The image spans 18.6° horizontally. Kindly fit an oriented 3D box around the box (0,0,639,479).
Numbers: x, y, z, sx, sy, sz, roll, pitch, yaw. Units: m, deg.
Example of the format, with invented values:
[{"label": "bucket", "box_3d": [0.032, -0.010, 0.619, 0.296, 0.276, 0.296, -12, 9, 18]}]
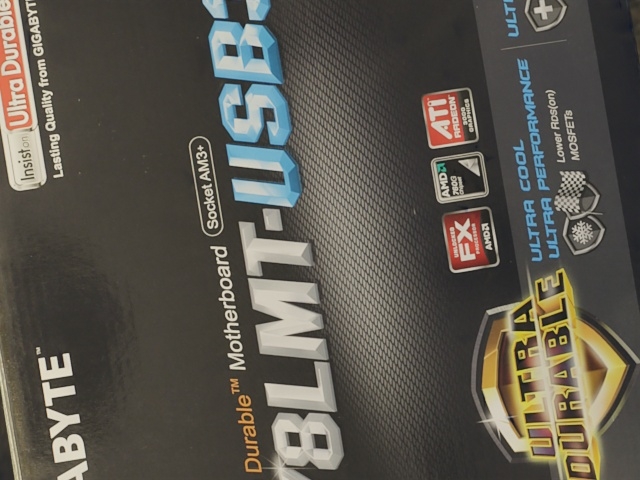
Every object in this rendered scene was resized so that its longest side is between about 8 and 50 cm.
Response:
[{"label": "box", "box_3d": [0.000, 0.000, 0.851, 0.293, 0.073, 0.295, -8, 89, -8]}]
